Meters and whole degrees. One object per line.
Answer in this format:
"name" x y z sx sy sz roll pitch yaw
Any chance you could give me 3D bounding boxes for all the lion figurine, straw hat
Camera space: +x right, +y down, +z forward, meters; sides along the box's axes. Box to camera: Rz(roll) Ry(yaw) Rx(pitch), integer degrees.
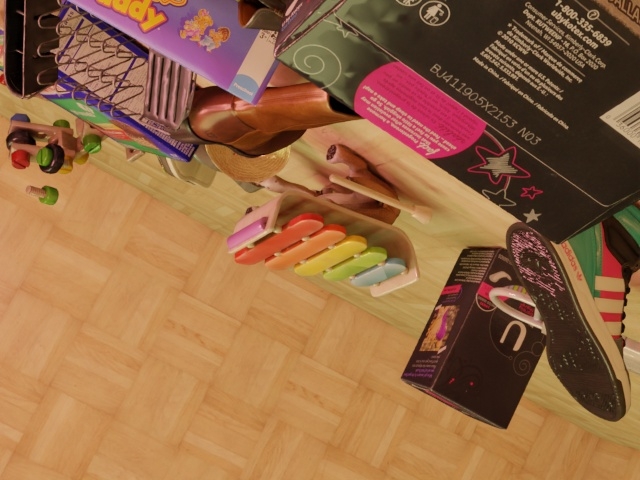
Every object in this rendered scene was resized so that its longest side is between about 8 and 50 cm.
"lion figurine" 0.031 -0.048 1.614 0.240 0.142 0.392 23 170 -28
"straw hat" -0.118 -0.172 1.554 0.144 0.144 0.061 31 -151 -22

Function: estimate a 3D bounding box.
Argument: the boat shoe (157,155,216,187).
"boat shoe" -0.287 -0.178 1.898 0.091 0.109 0.305 20 174 11

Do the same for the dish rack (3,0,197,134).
"dish rack" -0.265 -0.246 1.143 0.271 0.208 0.074 24 -149 25

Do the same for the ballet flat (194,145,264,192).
"ballet flat" -0.172 -0.161 1.851 0.068 0.072 0.213 -12 150 32

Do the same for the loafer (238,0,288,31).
"loafer" -0.044 -0.194 0.768 0.170 0.061 0.062 47 169 -27

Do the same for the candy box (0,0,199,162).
"candy box" -0.369 -0.266 1.574 0.317 0.122 0.268 35 169 -35

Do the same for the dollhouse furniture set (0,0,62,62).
"dollhouse furniture set" -0.453 -0.339 1.324 0.123 0.144 0.151 33 -154 -31

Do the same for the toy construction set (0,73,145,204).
"toy construction set" -0.486 -0.238 1.906 0.237 0.257 0.309 18 -158 -49

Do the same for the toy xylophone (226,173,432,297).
"toy xylophone" 0.025 -0.004 1.463 0.322 0.081 0.236 14 153 -27

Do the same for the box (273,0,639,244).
"box" 0.123 -0.139 0.588 0.247 0.142 0.163 30 138 -23

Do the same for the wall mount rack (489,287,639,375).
"wall mount rack" 0.438 0.118 1.421 0.350 0.131 0.304 25 168 17

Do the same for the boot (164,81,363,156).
"boot" -0.016 -0.171 1.198 0.280 0.096 0.264 -3 175 37

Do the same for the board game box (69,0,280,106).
"board game box" -0.195 -0.265 0.942 0.347 0.078 0.233 29 -168 -10

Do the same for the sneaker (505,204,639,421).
"sneaker" 0.341 0.057 1.128 0.123 0.178 0.296 15 136 56

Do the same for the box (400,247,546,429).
"box" 0.285 0.166 1.644 0.165 0.270 0.143 29 172 -15
